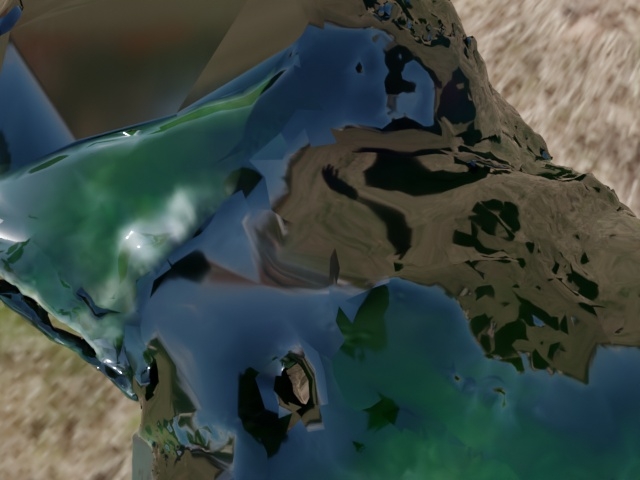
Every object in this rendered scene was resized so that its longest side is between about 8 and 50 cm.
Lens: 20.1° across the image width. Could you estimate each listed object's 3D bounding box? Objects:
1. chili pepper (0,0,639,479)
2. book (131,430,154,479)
[{"bbox_3d":[-0.004,-0.006,0.437,0.148,0.116,0.264,-34,56,1],"label":"chili pepper"},{"bbox_3d":[-0.035,0.234,0.978,0.031,0.379,0.264,2,85,-24],"label":"book"}]
